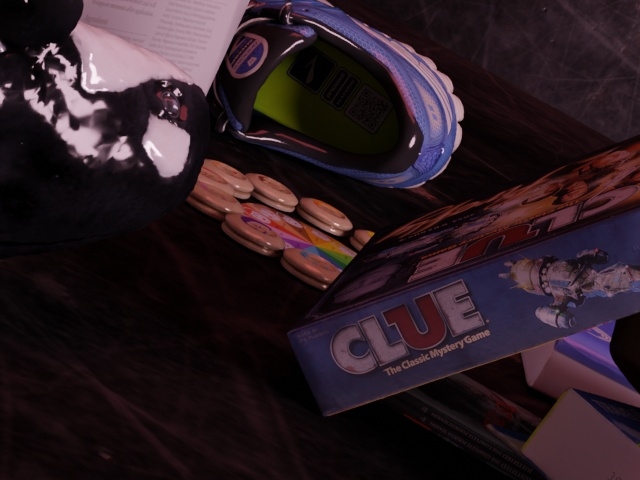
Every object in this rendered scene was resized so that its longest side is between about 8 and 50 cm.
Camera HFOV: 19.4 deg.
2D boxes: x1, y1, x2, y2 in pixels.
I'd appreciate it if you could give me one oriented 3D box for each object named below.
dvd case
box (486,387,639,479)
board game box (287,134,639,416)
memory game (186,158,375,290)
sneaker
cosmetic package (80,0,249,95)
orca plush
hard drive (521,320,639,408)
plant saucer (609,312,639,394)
[{"bbox_3d":[0.078,0.086,0.874,0.119,0.013,0.087,31,12,5],"label":"dvd case"},{"bbox_3d":[0.163,0.124,0.788,0.178,0.042,0.109,42,13,35],"label":"box"},{"bbox_3d":[0.121,-0.005,0.811,0.042,0.243,0.165,67,20,-9],"label":"board game box"},{"bbox_3d":[0.000,0.000,1.068,0.186,0.012,0.186,27,12,-6],"label":"memory game"},{"bbox_3d":[-0.052,-0.145,1.292,0.330,0.129,0.147,29,9,5],"label":"sneaker"},{"bbox_3d":[-0.127,-0.198,0.955,0.097,0.284,0.377,32,12,19],"label":"cosmetic package"},{"bbox_3d":[-0.149,-0.026,0.626,0.287,0.151,0.102,18,46,-51],"label":"orca plush"},{"bbox_3d":[0.266,0.117,1.107,0.319,0.040,0.210,28,12,-3],"label":"hard drive"},{"bbox_3d":[0.229,0.116,0.840,0.278,0.041,0.278,43,-2,1],"label":"plant saucer"}]
